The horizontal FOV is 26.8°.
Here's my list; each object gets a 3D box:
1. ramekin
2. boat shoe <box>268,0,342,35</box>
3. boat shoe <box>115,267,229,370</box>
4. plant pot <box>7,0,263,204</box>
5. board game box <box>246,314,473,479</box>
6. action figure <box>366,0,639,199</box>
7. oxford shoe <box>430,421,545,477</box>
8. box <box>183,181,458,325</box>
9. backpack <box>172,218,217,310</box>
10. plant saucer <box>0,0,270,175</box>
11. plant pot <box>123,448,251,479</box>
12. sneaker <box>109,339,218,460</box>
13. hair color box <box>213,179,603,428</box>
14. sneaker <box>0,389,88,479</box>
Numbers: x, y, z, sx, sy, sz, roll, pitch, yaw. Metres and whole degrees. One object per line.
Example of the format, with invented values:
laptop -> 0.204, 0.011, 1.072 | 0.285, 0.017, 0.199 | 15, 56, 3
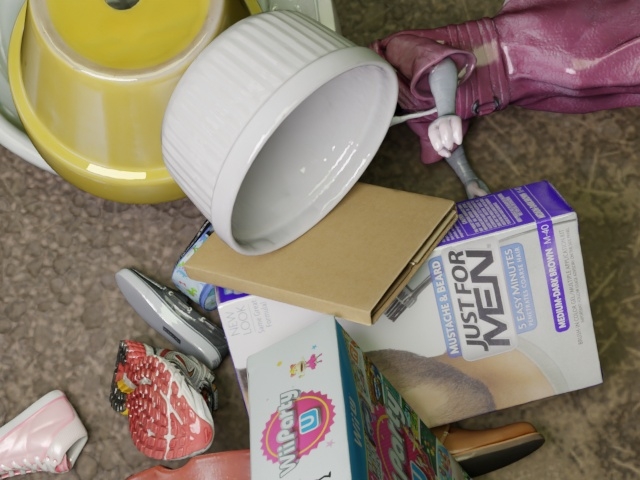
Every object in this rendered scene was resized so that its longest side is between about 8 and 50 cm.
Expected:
ramekin -> -0.041, -0.099, 1.151 | 0.109, 0.207, 0.207 | 41, 80, 21
boat shoe -> -0.021, -0.237, 1.317 | 0.063, 0.066, 0.184 | -17, 63, 4
boat shoe -> -0.148, 0.074, 1.363 | 0.142, 0.049, 0.040 | 42, 61, 10
plant pot -> -0.167, -0.182, 1.223 | 0.254, 0.239, 0.254 | 1, 77, -3
board game box -> 0.056, 0.247, 1.138 | 0.097, 0.303, 0.224 | -27, 36, 17
action figure -> 0.160, -0.182, 1.314 | 0.370, 0.248, 0.276 | -9, 74, -3
oxford shoe -> 0.111, 0.197, 1.308 | 0.212, 0.076, 0.076 | -10, 62, -2
box -> 0.000, 0.000, 1.221 | 0.201, 0.021, 0.164 | 13, 44, 30
backpack -> -0.088, 0.019, 1.342 | 0.084, 0.105, 0.114 | 41, 83, 12
plant saucer -> -0.196, -0.239, 1.406 | 0.400, 0.100, 0.400 | 1, 77, -3
plant pot -> -0.074, 0.338, 1.191 | 0.272, 0.272, 0.265 | -10, 67, -1
sneaker -> -0.132, 0.143, 1.259 | 0.092, 0.225, 0.088 | 9, 99, -20
hair color box -> 0.083, 0.080, 1.278 | 0.338, 0.110, 0.185 | -14, 112, -1
sneaker -> -0.289, 0.214, 1.324 | 0.134, 0.051, 0.070 | -39, 72, -12
